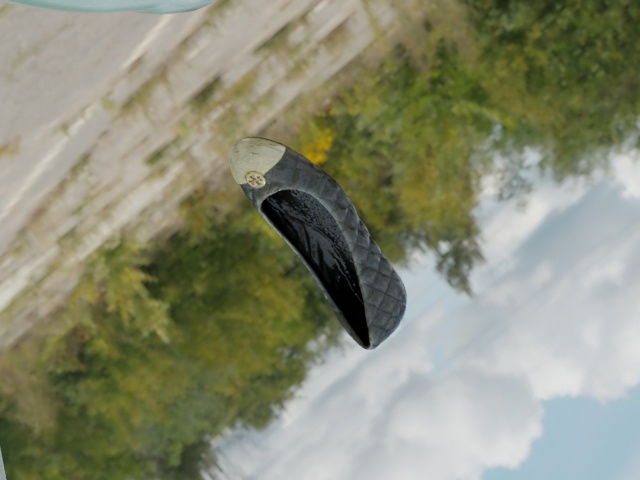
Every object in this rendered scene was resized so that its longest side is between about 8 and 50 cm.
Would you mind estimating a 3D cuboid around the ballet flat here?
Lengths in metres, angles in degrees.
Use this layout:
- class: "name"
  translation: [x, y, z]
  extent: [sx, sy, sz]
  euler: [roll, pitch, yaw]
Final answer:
- class: "ballet flat"
  translation: [0.000, 0.000, 0.816]
  extent: [0.057, 0.173, 0.049]
  euler: [-23, -154, 41]

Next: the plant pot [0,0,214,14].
- class: "plant pot"
  translation: [-0.177, -0.254, 0.655]
  extent: [0.196, 0.293, 0.293]
  euler: [-18, 169, -36]

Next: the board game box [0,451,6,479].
- class: "board game box"
  translation: [-0.493, 0.239, 1.199]
  extent: [0.050, 0.390, 0.390]
  euler: [-12, 179, 41]
